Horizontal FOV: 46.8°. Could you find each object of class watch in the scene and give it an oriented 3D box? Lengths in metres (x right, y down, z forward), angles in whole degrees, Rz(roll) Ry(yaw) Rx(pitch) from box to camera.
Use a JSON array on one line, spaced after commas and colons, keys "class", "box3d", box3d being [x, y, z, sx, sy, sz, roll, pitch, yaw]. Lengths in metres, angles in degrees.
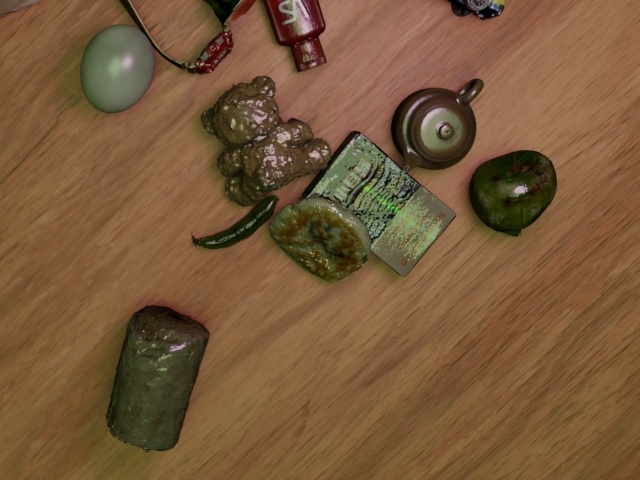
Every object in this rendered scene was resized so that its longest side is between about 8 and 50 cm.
[{"class": "watch", "box3d": [-0.309, -0.485, 1.605, 0.165, 0.102, 0.268, -39, 94, -4]}]

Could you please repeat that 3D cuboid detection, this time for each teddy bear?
[{"class": "teddy bear", "box3d": [-0.140, -0.224, 1.634, 0.267, 0.156, 0.256, -27, 93, 10]}]

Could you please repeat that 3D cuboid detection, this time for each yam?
[{"class": "yam", "box3d": [-0.377, 0.311, 1.697, 0.195, 0.195, 0.300, 15, 100, -9]}]

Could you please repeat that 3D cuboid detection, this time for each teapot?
[{"class": "teapot", "box3d": [0.271, -0.259, 1.661, 0.185, 0.175, 0.268, 39, 95, -14]}]

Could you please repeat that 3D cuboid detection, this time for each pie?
[{"class": "pie", "box3d": [0.000, 0.000, 1.693, 0.240, 0.054, 0.241, 9, 132, 11]}]

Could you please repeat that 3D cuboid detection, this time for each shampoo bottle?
[{"class": "shampoo bottle", "box3d": [-0.067, -0.530, 1.619, 0.118, 0.076, 0.314, -18, 103, -1]}]

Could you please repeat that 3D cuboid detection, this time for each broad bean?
[{"class": "broad bean", "box3d": [-0.192, -0.033, 1.727, 0.226, 0.039, 0.069, -26, 97, 0]}]

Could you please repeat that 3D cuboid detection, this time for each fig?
[{"class": "fig", "box3d": [0.449, -0.079, 1.714, 0.203, 0.203, 0.235, -20, 123, -2]}]

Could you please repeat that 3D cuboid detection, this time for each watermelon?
[{"class": "watermelon", "box3d": [-0.167, -0.524, 1.586, 0.135, 0.125, 0.094, -21, 148, 9]}]

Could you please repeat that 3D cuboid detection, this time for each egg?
[{"class": "egg", "box3d": [-0.432, -0.365, 1.577, 0.149, 0.149, 0.192, 20, 100, -9]}]

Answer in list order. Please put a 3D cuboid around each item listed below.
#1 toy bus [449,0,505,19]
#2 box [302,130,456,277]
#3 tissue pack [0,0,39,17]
[{"class": "toy bus", "box3d": [0.283, -0.611, 1.608, 0.287, 0.138, 0.175, 23, 99, -10]}, {"class": "box", "box3d": [0.137, -0.085, 1.727, 0.310, 0.084, 0.198, 38, 96, -12]}, {"class": "tissue pack", "box3d": [-0.718, -0.575, 1.390, 0.207, 0.380, 0.297, -23, 104, 3]}]
